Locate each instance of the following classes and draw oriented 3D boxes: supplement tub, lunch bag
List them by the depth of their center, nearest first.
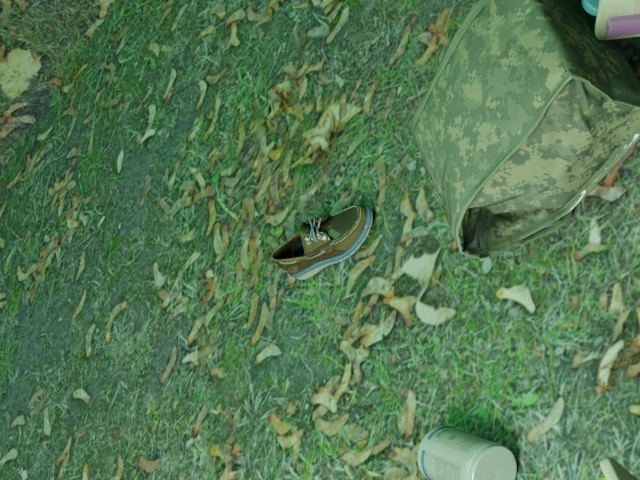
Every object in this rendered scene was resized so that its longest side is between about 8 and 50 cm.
[{"bbox_3d":[0.171,0.262,1.621,0.107,0.071,0.071,14,82,56],"label":"supplement tub"},{"bbox_3d":[0.236,-0.143,1.680,0.287,0.169,0.235,-52,37,31],"label":"lunch bag"}]

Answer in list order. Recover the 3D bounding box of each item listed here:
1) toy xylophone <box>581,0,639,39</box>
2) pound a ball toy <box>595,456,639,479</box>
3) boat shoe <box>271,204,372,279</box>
[{"bbox_3d":[0.309,-0.378,1.678,0.081,0.236,0.323,101,163,-50],"label":"toy xylophone"},{"bbox_3d":[0.268,0.352,1.256,0.208,0.319,0.136,-34,43,17],"label":"pound a ball toy"},{"bbox_3d":[0.000,0.000,2.013,0.183,0.066,0.066,-39,43,35],"label":"boat shoe"}]
